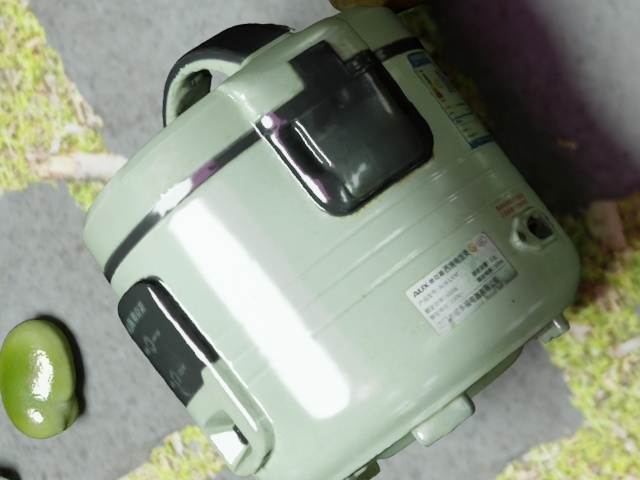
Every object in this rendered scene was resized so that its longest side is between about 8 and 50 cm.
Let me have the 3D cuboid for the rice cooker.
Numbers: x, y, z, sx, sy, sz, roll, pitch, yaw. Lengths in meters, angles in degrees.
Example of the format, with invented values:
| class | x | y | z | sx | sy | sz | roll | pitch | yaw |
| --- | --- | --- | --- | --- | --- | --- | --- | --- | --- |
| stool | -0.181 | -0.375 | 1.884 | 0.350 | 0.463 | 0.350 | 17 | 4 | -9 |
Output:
| class | x | y | z | sx | sy | sz | roll | pitch | yaw |
| --- | --- | --- | --- | --- | --- | --- | --- | --- | --- |
| rice cooker | 0.000 | 0.000 | 0.929 | 0.226 | 0.226 | 0.244 | -39 | 82 | 38 |

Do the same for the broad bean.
| class | x | y | z | sx | sy | sz | roll | pitch | yaw |
| --- | --- | --- | --- | --- | --- | --- | --- | --- | --- |
| broad bean | -0.197 | 0.096 | 1.220 | 0.063 | 0.045 | 0.083 | -6 | 97 | 35 |

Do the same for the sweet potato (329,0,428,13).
| class | x | y | z | sx | sy | sz | roll | pitch | yaw |
| --- | --- | --- | --- | --- | --- | --- | --- | --- | --- |
| sweet potato | 0.087 | -0.190 | 0.896 | 0.075 | 0.075 | 0.273 | 51 | 132 | 8 |

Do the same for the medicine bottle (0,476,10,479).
| class | x | y | z | sx | sy | sz | roll | pitch | yaw |
| --- | --- | --- | --- | --- | --- | --- | --- | --- | --- |
| medicine bottle | -0.316 | 0.202 | 1.317 | 0.183 | 0.086 | 0.086 | 8 | 112 | 34 |
